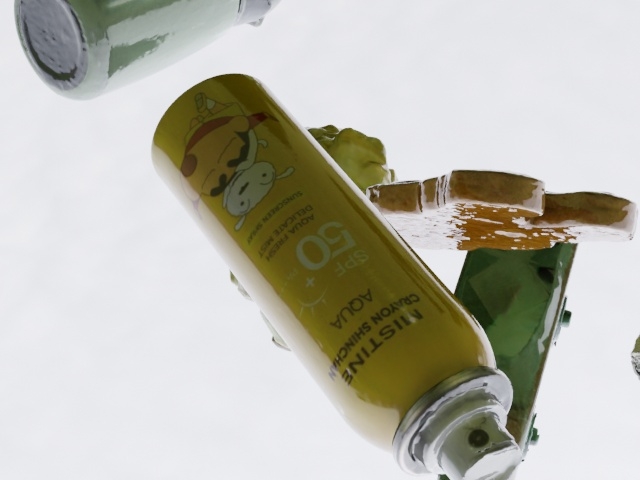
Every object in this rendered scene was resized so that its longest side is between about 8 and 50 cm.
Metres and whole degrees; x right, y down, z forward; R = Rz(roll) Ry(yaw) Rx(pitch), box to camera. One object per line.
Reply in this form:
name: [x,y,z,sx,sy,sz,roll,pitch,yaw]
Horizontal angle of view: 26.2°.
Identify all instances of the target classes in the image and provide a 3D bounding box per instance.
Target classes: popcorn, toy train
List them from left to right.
popcorn: [0.000,0.000,1.564,0.192,0.266,0.233,19,165,-25]
toy train: [0.187,0.115,1.444,0.129,0.159,0.326,14,-122,13]

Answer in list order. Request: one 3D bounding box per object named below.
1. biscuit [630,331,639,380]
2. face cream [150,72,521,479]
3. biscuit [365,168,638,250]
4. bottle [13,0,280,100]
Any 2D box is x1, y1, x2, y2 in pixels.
biscuit: [0.476,0.178,1.645,0.084,0.281,0.179,-15,-151,48]
face cream: [0.011,0.027,0.894,0.105,0.105,0.349,-25,-128,-18]
biscuit: [0.130,-0.025,1.154,0.186,0.044,0.295,14,171,-27]
bottle: [-0.183,-0.293,1.625,0.168,0.168,0.347,15,-147,41]
